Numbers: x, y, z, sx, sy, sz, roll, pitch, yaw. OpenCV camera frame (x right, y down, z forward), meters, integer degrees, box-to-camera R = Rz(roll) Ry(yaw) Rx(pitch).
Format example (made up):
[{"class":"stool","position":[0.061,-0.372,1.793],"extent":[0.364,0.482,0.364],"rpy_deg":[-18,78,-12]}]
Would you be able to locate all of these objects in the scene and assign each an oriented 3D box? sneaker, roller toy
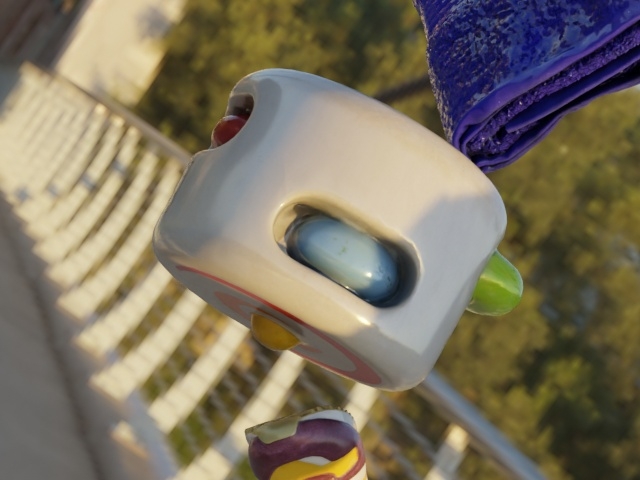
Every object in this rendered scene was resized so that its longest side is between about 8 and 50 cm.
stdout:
[{"class":"sneaker","position":[0.004,0.163,1.115],"extent":[0.185,0.069,0.084],"rpy_deg":[57,18,-64]},{"class":"roller toy","position":[0.000,0.000,1.097],"extent":[0.209,0.146,0.191],"rpy_deg":[22,-13,35]}]

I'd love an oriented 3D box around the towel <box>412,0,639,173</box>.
[{"class":"towel","position":[0.152,-0.216,1.239],"extent":[0.076,0.227,0.308],"rpy_deg":[39,30,-43]}]
